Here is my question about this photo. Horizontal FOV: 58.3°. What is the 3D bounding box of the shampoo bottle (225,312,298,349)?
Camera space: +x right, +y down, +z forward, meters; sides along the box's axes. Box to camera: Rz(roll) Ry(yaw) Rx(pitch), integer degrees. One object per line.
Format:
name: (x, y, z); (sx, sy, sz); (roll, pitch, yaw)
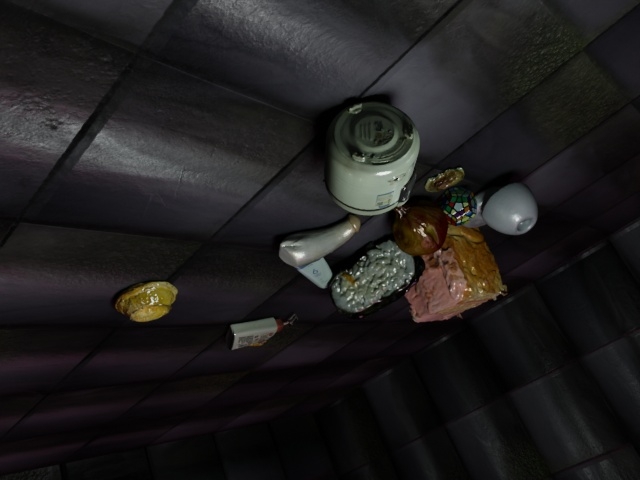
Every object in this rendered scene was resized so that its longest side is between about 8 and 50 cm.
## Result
shampoo bottle: (-0.230, 0.350, 2.272); (0.284, 0.071, 0.153); (-13, 151, -27)

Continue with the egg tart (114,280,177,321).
egg tart: (-0.512, 0.187, 1.699); (0.191, 0.074, 0.191); (-17, 154, -9)

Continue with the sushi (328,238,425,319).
sushi: (0.196, 0.139, 2.038); (0.350, 0.211, 0.171); (-40, 159, 7)

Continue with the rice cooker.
rice cooker: (0.118, -0.186, 1.342); (0.226, 0.226, 0.244); (-18, 151, -12)

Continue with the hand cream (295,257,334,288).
hand cream: (-0.032, 0.079, 1.948); (0.109, 0.067, 0.320); (-26, 148, 7)

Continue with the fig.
fig: (0.283, -0.046, 1.807); (0.191, 0.190, 0.290); (-37, 154, 27)

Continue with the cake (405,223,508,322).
cake: (0.472, 0.127, 2.179); (0.293, 0.314, 0.307); (-1, 156, -36)

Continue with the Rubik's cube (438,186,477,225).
Rubik's cube: (0.454, -0.114, 1.899); (0.112, 0.133, 0.133); (21, 137, -18)

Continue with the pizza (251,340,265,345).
pizza: (-0.276, 0.423, 2.413); (0.185, 0.036, 0.176); (-17, 155, -13)

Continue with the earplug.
earplug: (0.617, -0.103, 1.996); (0.214, 0.174, 0.325); (-18, -176, -15)

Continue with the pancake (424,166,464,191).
pancake: (0.390, -0.188, 1.804); (0.130, 0.022, 0.116); (-23, 155, 9)

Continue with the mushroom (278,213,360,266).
mushroom: (0.000, 0.000, 1.757); (0.270, 0.103, 0.118); (-25, 163, -22)
